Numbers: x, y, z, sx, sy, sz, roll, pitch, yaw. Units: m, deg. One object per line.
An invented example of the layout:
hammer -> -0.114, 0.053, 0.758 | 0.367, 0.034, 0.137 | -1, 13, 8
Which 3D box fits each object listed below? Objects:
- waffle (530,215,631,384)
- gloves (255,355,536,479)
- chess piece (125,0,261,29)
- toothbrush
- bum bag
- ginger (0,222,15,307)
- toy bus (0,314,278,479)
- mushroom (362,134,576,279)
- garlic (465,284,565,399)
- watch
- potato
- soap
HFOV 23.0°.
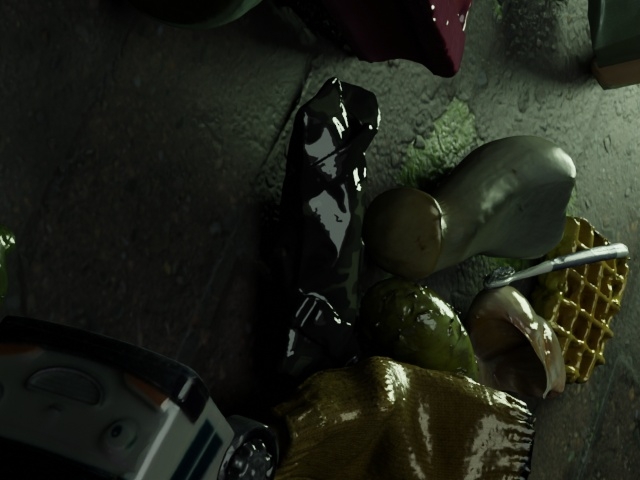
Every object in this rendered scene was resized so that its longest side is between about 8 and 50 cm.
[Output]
waffle -> 0.332, 0.090, 2.064 | 0.160, 0.055, 0.211 | 35, 66, -46
gloves -> 0.055, 0.220, 1.620 | 0.356, 0.155, 0.203 | 6, 99, -30
chess piece -> -0.076, -0.346, 1.476 | 0.299, 0.194, 0.195 | -55, 130, -44
toothbrush -> 0.300, 0.028, 1.969 | 0.288, 0.026, 0.024 | -10, 56, -44
bum bag -> 0.000, 0.000, 1.635 | 0.144, 0.095, 0.341 | -11, 109, -57
ginger -> -0.325, 0.080, 1.259 | 0.137, 0.089, 0.290 | 24, 77, -21
toy bus -> -0.150, 0.277, 1.321 | 0.249, 0.209, 0.440 | -60, 146, -26
mushroom -> 0.181, -0.026, 1.830 | 0.328, 0.122, 0.159 | -20, 98, -47
garlic -> 0.241, 0.129, 1.927 | 0.174, 0.099, 0.124 | 57, 45, -32
watch -> 0.455, -0.347, 2.128 | 0.253, 0.161, 0.241 | -23, 101, -48
potato -> 0.116, 0.123, 1.764 | 0.090, 0.117, 0.225 | -56, 138, -23
soap -> 0.090, -0.320, 1.583 | 0.359, 0.128, 0.233 | 38, 62, -77
